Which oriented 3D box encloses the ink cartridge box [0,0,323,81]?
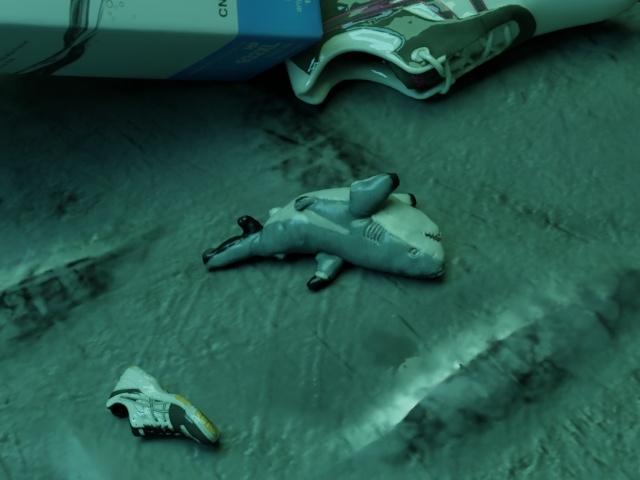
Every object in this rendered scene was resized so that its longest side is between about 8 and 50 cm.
[{"bbox_3d":[-0.168,-0.234,1.153,0.307,0.129,0.223,-1,83,-31],"label":"ink cartridge box"}]

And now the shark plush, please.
[{"bbox_3d":[0.000,0.000,1.114,0.161,0.073,0.067,-5,78,0],"label":"shark plush"}]

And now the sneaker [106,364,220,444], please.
[{"bbox_3d":[-0.099,0.112,1.050,0.083,0.032,0.037,27,72,36],"label":"sneaker"}]

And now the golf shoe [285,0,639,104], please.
[{"bbox_3d":[0.104,-0.157,1.218,0.273,0.105,0.120,-4,63,16],"label":"golf shoe"}]
